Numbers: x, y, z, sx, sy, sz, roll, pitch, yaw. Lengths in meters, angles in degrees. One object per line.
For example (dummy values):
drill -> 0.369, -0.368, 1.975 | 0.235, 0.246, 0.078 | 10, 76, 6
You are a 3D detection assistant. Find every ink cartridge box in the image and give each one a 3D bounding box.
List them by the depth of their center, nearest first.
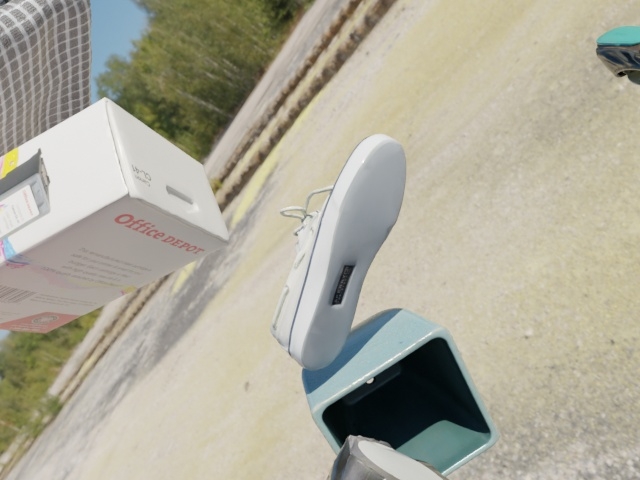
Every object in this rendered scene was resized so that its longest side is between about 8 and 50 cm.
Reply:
ink cartridge box -> -0.299, -0.008, 0.755 | 0.306, 0.131, 0.226 | -26, -20, 11

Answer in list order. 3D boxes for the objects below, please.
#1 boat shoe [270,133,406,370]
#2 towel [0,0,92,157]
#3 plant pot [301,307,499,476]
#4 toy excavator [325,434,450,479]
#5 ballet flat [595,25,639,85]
boat shoe -> 0.006, 0.002, 0.977 | 0.156, 0.135, 0.367 | 29, 107, 42
towel -> -0.423, -0.215, 0.864 | 0.235, 0.121, 0.284 | -58, -1, -36
plant pot -> 0.110, 0.263, 1.108 | 0.247, 0.247, 0.252 | -31, 20, -6
toy excavator -> 0.164, 0.329, 0.323 | 0.433, 0.445, 0.222 | 51, -116, -84
ballet flat -> 0.524, -0.284, 0.972 | 0.095, 0.096, 0.280 | -29, 16, 8
